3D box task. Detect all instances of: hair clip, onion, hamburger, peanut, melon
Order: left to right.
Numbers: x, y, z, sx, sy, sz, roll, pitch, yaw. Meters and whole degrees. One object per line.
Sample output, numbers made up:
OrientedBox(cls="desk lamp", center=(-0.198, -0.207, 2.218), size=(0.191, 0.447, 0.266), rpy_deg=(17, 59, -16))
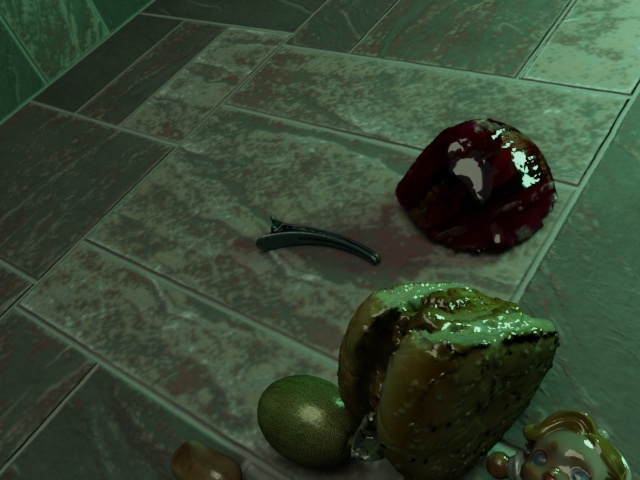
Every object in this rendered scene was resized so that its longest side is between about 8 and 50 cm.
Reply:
OrientedBox(cls="peanut", center=(-0.185, 0.377, 1.056), size=(0.152, 0.076, 0.076), rpy_deg=(19, 58, 31))
OrientedBox(cls="melon", center=(-0.013, 0.285, 1.025), size=(0.192, 0.139, 0.139), rpy_deg=(16, 56, 36))
OrientedBox(cls="hair clip", center=(0.000, 0.000, 1.352), size=(0.275, 0.048, 0.083), rpy_deg=(9, 49, 26))
OrientedBox(cls="hamburger", center=(0.173, 0.200, 0.937), size=(0.318, 0.276, 0.195), rpy_deg=(-4, 29, -40))
OrientedBox(cls="onion", center=(0.326, -0.127, 1.279), size=(0.314, 0.146, 0.280), rpy_deg=(-29, 49, -13))

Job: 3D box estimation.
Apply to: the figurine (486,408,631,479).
OrientedBox(cls="figurine", center=(0.314, 0.365, 0.846), size=(0.194, 0.133, 0.274), rpy_deg=(-11, 53, 35))
